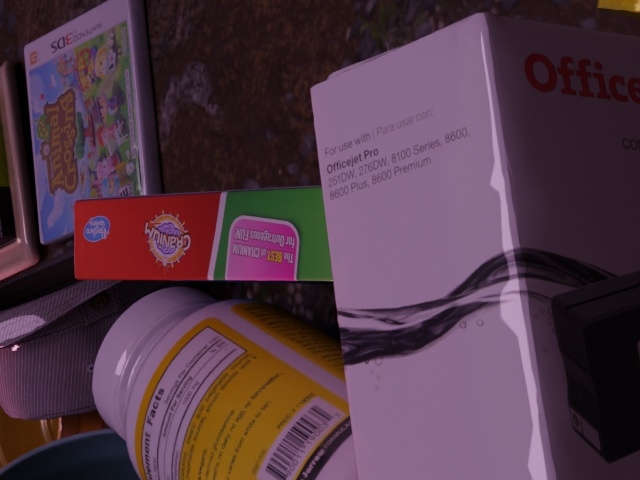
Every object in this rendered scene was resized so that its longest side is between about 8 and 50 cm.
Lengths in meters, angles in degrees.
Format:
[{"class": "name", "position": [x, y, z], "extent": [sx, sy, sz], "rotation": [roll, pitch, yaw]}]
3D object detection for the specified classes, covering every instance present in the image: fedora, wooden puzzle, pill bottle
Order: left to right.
[{"class": "wooden puzzle", "position": [-0.384, -0.054, 2.028], "extent": [0.238, 0.044, 0.221], "rotation": [-25, 70, 47]}, {"class": "fedora", "position": [-0.200, 0.076, 1.684], "extent": [0.243, 0.275, 0.124], "rotation": [-7, 109, 57]}, {"class": "pill bottle", "position": [-0.033, 0.159, 1.487], "extent": [0.334, 0.188, 0.188], "rotation": [29, 110, 46]}]

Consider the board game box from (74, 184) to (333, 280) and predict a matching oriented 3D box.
[{"class": "board game box", "position": [0.000, 0.000, 1.420], "extent": [0.316, 0.242, 0.064], "rotation": [-1, 87, 51]}]

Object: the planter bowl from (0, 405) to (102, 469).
[{"class": "planter bowl", "position": [-0.276, 0.165, 1.852], "extent": [0.217, 0.090, 0.217], "rotation": [-2, 87, 50]}]

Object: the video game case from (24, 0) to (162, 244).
[{"class": "video game case", "position": [-0.227, -0.118, 1.862], "extent": [0.193, 0.023, 0.212], "rotation": [-18, 74, 48]}]

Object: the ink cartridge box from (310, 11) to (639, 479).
[{"class": "ink cartridge box", "position": [0.167, 0.076, 1.181], "extent": [0.166, 0.285, 0.395], "rotation": [-19, 74, 46]}]

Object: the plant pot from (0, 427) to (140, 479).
[{"class": "plant pot", "position": [-0.167, 0.332, 1.601], "extent": [0.293, 0.293, 0.196], "rotation": [50, 151, 39]}]

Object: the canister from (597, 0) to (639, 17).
[{"class": "canister", "position": [0.250, -0.224, 1.225], "extent": [0.073, 0.126, 0.170], "rotation": [17, 99, 49]}]
